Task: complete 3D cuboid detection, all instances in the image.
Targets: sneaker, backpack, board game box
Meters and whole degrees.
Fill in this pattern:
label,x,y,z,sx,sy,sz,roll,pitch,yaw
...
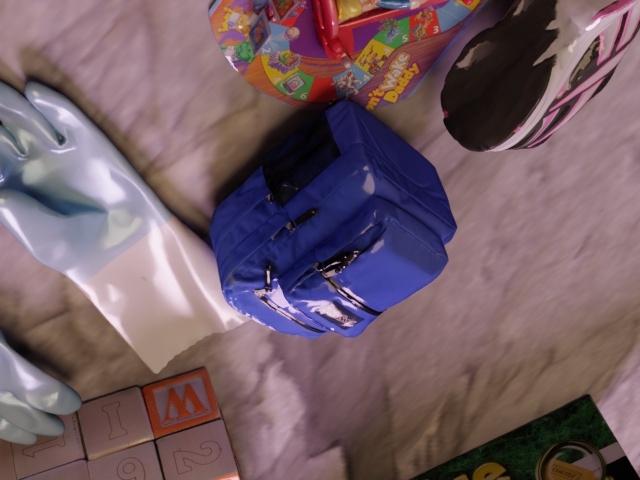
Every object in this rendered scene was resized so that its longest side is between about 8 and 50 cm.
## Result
label,x,y,z,sx,sy,sz,roll,pitch,yaw
sneaker,0.138,-0.120,0.631,0.178,0.072,0.077,-47,153,21
backpack,0.000,0.000,0.650,0.120,0.101,0.098,-35,131,22
board game box,0.110,0.222,0.876,0.260,0.136,0.030,-27,132,2
board game box,0.032,-0.123,0.595,0.133,0.033,0.168,20,121,-35

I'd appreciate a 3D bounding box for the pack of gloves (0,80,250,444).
label,x,y,z,sx,sy,sz,roll,pitch,yaw
pack of gloves,-0.166,0.033,0.641,0.195,0.046,0.232,-34,131,8

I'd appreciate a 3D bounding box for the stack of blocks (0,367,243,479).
label,x,y,z,sx,sy,sz,roll,pitch,yaw
stack of blocks,-0.189,0.208,0.773,0.297,0.087,0.171,-17,135,-6
